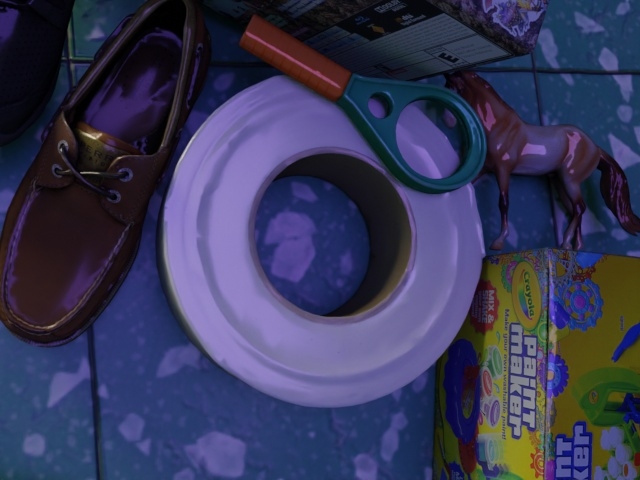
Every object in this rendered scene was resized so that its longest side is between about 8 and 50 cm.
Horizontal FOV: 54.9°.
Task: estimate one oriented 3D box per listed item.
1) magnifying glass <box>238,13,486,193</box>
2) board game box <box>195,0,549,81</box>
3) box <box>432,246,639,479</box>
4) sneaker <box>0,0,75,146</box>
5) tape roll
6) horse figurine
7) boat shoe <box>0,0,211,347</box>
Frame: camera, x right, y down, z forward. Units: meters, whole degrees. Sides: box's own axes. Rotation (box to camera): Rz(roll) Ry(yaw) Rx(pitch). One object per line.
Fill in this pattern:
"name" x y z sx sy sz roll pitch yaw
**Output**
"magnifying glass" 0.041 -0.116 0.515 0.231 0.026 0.092 27 76 -13
"board game box" 0.004 -0.251 0.480 0.291 0.232 0.141 20 87 -26
"box" 0.272 0.167 0.586 0.279 0.177 0.290 6 83 -18
"sneaker" -0.236 -0.238 0.459 0.125 0.139 0.341 14 75 -27
"tape roll" 0.000 0.000 0.555 0.286 0.100 0.286 2 83 -18
"horse figurine" 0.230 -0.070 0.658 0.263 0.066 0.175 8 88 -15
"boat shoe" -0.180 -0.064 0.494 0.110 0.104 0.307 21 77 -12
